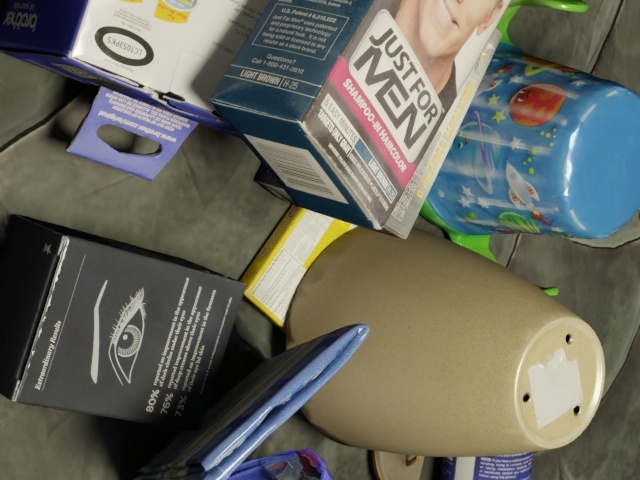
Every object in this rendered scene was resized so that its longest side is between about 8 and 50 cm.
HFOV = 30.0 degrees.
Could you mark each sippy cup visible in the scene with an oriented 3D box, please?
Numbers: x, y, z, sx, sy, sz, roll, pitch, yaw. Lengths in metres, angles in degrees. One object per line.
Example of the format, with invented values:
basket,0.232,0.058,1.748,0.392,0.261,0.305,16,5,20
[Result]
sippy cup,0.244,-0.102,1.335,0.240,0.224,0.305,-43,126,-22

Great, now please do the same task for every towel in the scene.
towel,-0.074,0.168,1.131,0.209,0.285,0.034,-41,93,-25

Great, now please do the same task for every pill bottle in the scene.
pill bottle,0.208,0.256,1.475,0.112,0.112,0.187,-4,104,-39

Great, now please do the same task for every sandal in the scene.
sandal,0.125,0.206,1.427,0.090,0.060,0.219,25,86,-40

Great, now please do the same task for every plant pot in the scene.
plant pot,0.146,0.122,1.230,0.256,0.274,0.256,-6,100,-36

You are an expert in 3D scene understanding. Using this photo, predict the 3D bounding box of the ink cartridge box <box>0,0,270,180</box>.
ink cartridge box,-0.108,-0.248,1.056,0.270,0.151,0.395,18,88,-42

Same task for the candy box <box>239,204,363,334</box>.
candy box,0.000,0.000,1.292,0.105,0.027,0.206,45,73,-35

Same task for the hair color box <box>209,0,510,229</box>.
hair color box,0.063,-0.204,1.047,0.347,0.105,0.174,-61,144,-16

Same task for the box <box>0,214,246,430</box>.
box,-0.195,0.078,1.100,0.207,0.108,0.153,19,89,-40

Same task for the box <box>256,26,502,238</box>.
box,0.056,-0.132,1.199,0.056,0.183,0.231,31,81,-44

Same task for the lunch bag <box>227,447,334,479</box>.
lunch bag,-0.087,0.429,1.201,0.385,0.239,0.328,-39,126,-13
